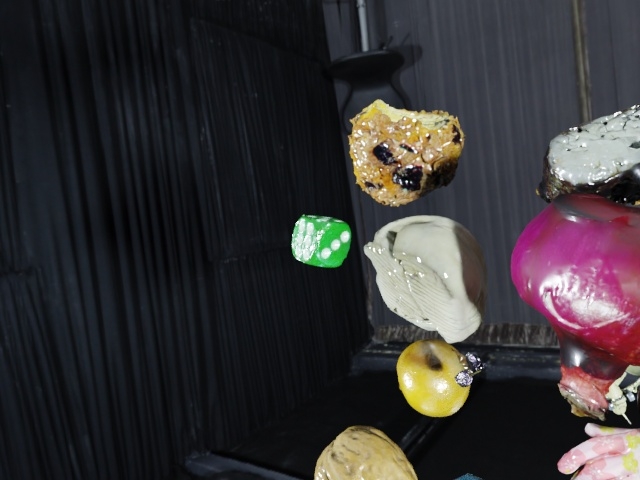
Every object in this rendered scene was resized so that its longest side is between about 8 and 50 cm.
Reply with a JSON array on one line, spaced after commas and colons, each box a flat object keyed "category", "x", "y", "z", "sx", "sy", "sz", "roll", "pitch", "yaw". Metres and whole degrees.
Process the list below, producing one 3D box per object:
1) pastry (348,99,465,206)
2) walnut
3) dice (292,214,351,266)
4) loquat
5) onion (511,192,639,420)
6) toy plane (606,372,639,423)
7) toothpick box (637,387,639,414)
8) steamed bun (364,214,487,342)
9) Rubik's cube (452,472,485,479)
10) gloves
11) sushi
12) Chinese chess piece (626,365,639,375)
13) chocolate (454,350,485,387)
[{"category": "pastry", "x": 0.287, "y": -0.293, "z": 1.551, "sx": 0.406, "sy": 0.337, "sz": 0.292, "roll": 9, "pitch": -153, "yaw": -3}, {"category": "walnut", "x": 0.112, "y": 0.582, "z": 1.055, "sx": 0.224, "sy": 0.257, "sz": 0.257, "roll": -46, "pitch": 180, "yaw": 4}, {"category": "dice", "x": 0.000, "y": 0.000, "z": 1.230, "sx": 0.120, "sy": 0.128, "sz": 0.131, "roll": 4, "pitch": -168, "yaw": -37}, {"category": "loquat", "x": 0.503, "y": 0.573, "z": 1.886, "sx": 0.360, "sy": 0.328, "sz": 0.328, "roll": -23, "pitch": 176, "yaw": 23}, {"category": "onion", "x": 0.535, "y": 0.133, "z": 0.839, "sx": 0.399, "sy": 0.419, "sz": 0.398, "roll": 14, "pitch": -159, "yaw": -5}, {"category": "toy plane", "x": 1.042, "y": 0.556, "z": 1.571, "sx": 0.242, "sy": 0.256, "sz": 0.104, "roll": -32, "pitch": -154, "yaw": 9}, {"category": "toothpick box", "x": 0.831, "y": 0.362, "z": 0.966, "sx": 0.192, "sy": 0.191, "sz": 0.294, "roll": -6, "pitch": 154, "yaw": 16}, {"category": "steamed bun", "x": 0.293, "y": 0.075, "z": 1.117, "sx": 0.219, "sy": 0.324, "sz": 0.310, "roll": -40, "pitch": -151, "yaw": -19}, {"category": "Rubik's cube", "x": 0.511, "y": 1.036, "z": 1.456, "sx": 0.364, "sy": 0.358, "sz": 0.362, "roll": -6, "pitch": 176, "yaw": -21}, {"category": "gloves", "x": 0.522, "y": 0.372, "z": 0.725, "sx": 0.242, "sy": 0.145, "sz": 0.126, "roll": -10, "pitch": 151, "yaw": 24}, {"category": "sushi", "x": 0.688, "y": -0.163, "z": 0.999, "sx": 0.349, "sy": 0.234, "sz": 0.207, "roll": -15, "pitch": 142, "yaw": 12}, {"category": "Chinese chess piece", "x": 0.824, "y": 0.248, "z": 1.226, "sx": 0.101, "sy": 0.250, "sz": 0.250, "roll": -51, "pitch": 158, "yaw": 27}, {"category": "chocolate", "x": 0.528, "y": 0.456, "z": 1.562, "sx": 0.072, "sy": 0.147, "sz": 0.070, "roll": 14, "pitch": -138, "yaw": 4}]
